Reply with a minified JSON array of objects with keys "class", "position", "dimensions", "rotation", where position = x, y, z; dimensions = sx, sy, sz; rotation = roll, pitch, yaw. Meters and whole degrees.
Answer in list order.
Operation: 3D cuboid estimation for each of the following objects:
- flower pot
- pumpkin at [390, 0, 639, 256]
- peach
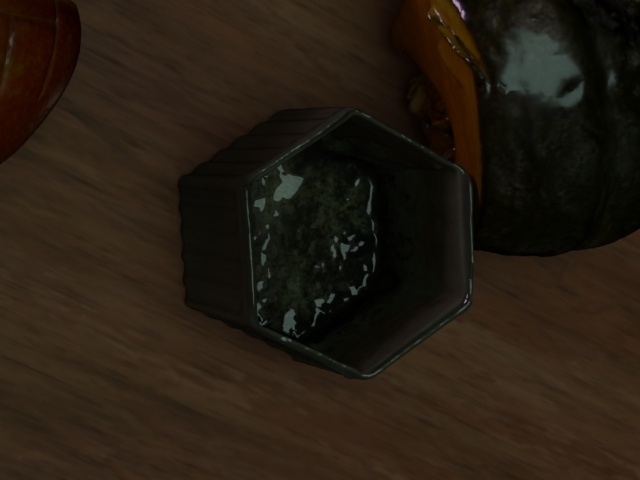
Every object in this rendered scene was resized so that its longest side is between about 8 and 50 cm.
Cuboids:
[{"class":"flower pot","position":[0.000,0.000,1.542],"dimensions":[0.239,0.190,0.209],"rotation":[27,83,-22]},{"class":"pumpkin","position":[0.202,-0.132,1.576],"dimensions":[0.225,0.256,0.303],"rotation":[-18,103,-18]},{"class":"peach","position":[-0.332,-0.149,1.387],"dimensions":[0.275,0.248,0.245],"rotation":[8,126,-35]}]
